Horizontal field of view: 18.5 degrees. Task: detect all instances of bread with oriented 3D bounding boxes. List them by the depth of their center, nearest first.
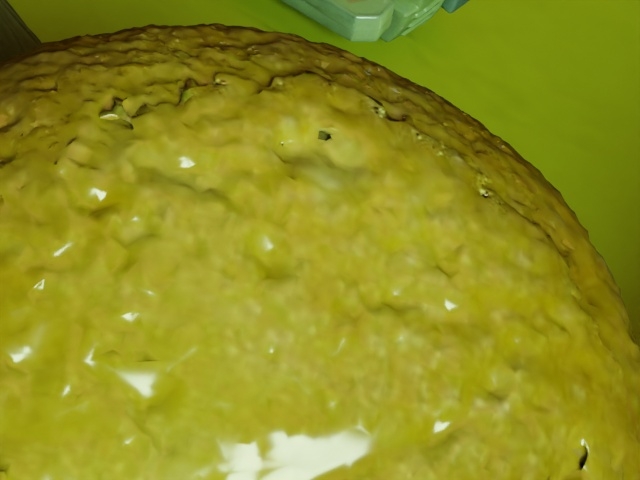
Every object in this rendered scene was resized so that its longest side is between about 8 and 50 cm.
[{"bbox_3d":[-0.029,0.053,0.539,0.240,0.139,0.240,5,71,-15],"label":"bread"}]

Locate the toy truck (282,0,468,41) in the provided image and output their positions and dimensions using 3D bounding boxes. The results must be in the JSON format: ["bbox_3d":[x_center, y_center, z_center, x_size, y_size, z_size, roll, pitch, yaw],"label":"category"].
[{"bbox_3d":[-0.010,-0.152,0.845,0.169,0.077,0.100,41,56,11],"label":"toy truck"}]

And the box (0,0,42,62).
[{"bbox_3d":[-0.157,-0.037,0.623,0.111,0.111,0.177,24,40,-4],"label":"box"}]
